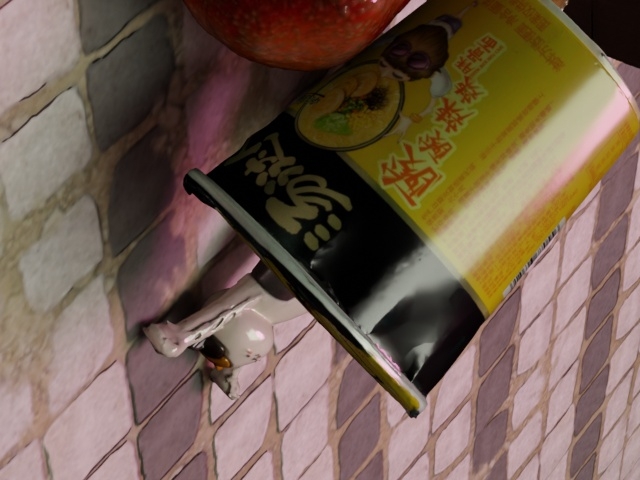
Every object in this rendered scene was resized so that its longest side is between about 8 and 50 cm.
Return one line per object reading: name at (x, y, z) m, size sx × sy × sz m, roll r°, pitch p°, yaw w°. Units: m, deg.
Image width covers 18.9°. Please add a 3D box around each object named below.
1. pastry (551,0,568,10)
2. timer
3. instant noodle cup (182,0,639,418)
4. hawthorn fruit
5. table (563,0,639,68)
pastry at (0.122, -0.215, 1.371) m, size 0.081 × 0.153 × 0.153 m, roll -37°, pitch 144°, yaw -34°
timer at (0.000, 0.000, 1.371) m, size 0.266 × 0.175 × 0.175 m, roll -45°, pitch 154°, yaw 0°
instant noodle cup at (0.069, -0.040, 1.196) m, size 0.236 × 0.215 × 0.215 m, roll -43°, pitch 153°, yaw -3°
hawthorn fruit at (-0.015, -0.176, 1.152) m, size 0.157 × 0.157 × 0.194 m, roll -61°, pitch 175°, yaw -9°
table at (0.233, -0.252, 1.498) m, size 0.172 × 0.193 × 0.169 m, roll -51°, pitch 152°, yaw -27°
